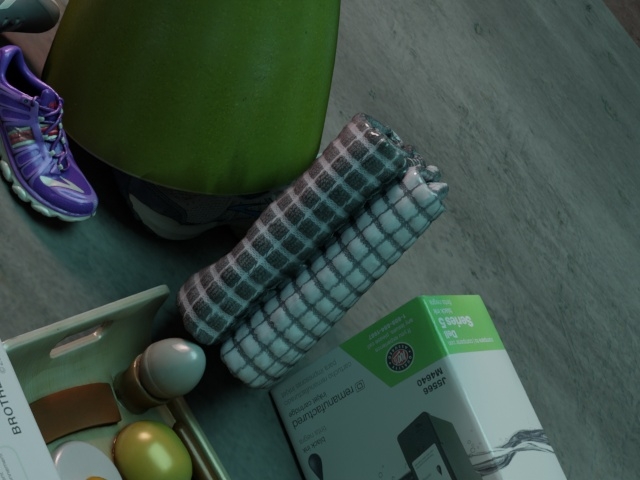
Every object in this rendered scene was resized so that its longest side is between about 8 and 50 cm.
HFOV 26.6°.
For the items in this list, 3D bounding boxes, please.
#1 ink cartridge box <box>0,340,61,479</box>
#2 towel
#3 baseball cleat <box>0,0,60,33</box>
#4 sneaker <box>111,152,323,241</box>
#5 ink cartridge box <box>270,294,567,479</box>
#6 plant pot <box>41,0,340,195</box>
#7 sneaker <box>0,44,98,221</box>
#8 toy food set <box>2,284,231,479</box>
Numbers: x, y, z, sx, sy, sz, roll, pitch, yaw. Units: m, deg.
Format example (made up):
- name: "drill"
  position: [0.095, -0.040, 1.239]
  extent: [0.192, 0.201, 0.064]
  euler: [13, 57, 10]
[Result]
- name: "ink cartridge box"
  position: [-0.332, 0.156, 0.712]
  extent: [0.395, 0.151, 0.270]
  euler: [-4, 64, -58]
- name: "towel"
  position: [0.000, 0.000, 1.205]
  extent: [0.121, 0.235, 0.283]
  euler: [45, 7, 2]
- name: "baseball cleat"
  position: [-0.315, -0.190, 1.182]
  extent: [0.206, 0.072, 0.109]
  euler: [9, 67, -46]
- name: "sneaker"
  position: [-0.085, -0.069, 1.325]
  extent: [0.283, 0.122, 0.110]
  euler: [6, 56, -54]
- name: "ink cartridge box"
  position: [0.102, 0.213, 1.239]
  extent: [0.115, 0.198, 0.273]
  euler: [4, 57, -54]
- name: "plant pot"
  position: [-0.091, -0.240, 1.216]
  extent: [0.274, 0.293, 0.275]
  euler: [13, 37, -10]
- name: "sneaker"
  position: [-0.244, -0.092, 1.168]
  extent: [0.170, 0.071, 0.068]
  euler: [56, 30, 0]
- name: "toy food set"
  position: [-0.113, 0.192, 1.054]
  extent: [0.306, 0.092, 0.220]
  euler: [59, 29, 6]
